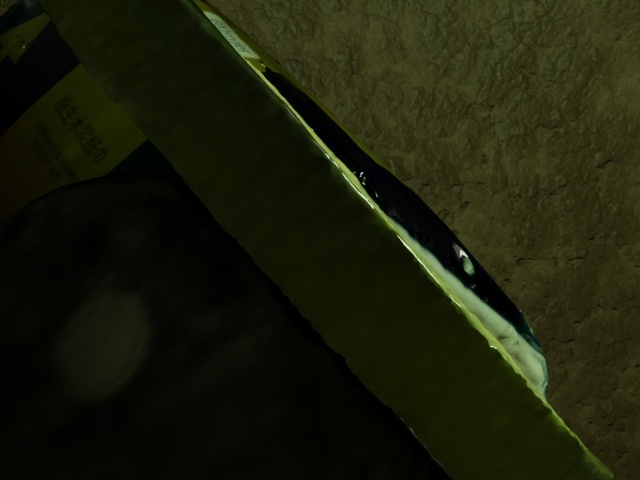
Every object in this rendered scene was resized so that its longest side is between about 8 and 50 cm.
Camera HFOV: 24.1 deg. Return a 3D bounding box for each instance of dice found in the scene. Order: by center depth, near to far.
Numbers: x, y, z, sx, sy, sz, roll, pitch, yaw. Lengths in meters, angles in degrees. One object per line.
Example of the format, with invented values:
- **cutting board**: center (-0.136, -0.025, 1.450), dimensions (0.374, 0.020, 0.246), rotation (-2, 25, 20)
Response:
- **dice**: center (-0.061, 0.098, 0.569), dimensions (0.181, 0.183, 0.182), rotation (46, 0, 38)

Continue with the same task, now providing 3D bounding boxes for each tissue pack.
- **tissue pack**: center (-0.082, 0.006, 1.015), dimensions (0.264, 0.253, 0.416), rotation (45, 1, -41)

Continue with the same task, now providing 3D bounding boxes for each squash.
- **squash**: center (0.000, 0.000, 0.520), dimensions (0.252, 0.049, 0.252), rotation (49, 2, -2)
